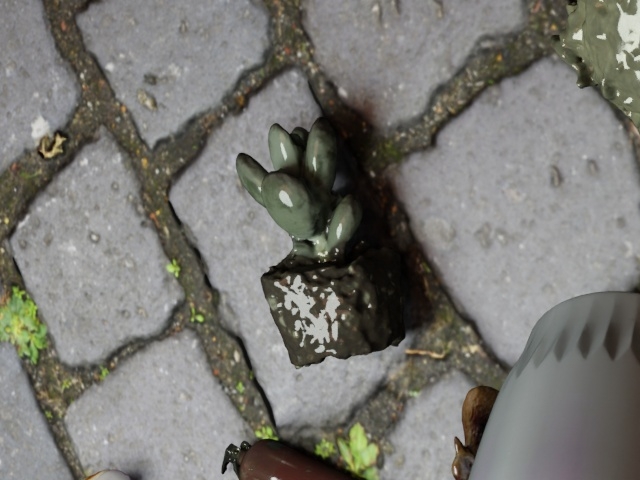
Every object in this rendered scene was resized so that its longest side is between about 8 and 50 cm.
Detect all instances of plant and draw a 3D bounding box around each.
[{"bbox_3d":[0.002,0.001,1.575,0.146,0.149,0.274,-20,84,16],"label":"plant"}]

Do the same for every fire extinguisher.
[{"bbox_3d":[-0.014,0.294,1.644,0.268,0.072,0.089,20,139,30],"label":"fire extinguisher"}]

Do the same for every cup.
[{"bbox_3d":[0.253,0.240,1.265,0.253,0.371,0.253,12,137,11],"label":"cup"}]

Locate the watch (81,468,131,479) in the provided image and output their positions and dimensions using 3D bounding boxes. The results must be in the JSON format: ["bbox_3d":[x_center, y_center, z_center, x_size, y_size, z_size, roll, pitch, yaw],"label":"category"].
[{"bbox_3d":[-0.292,0.427,1.764,0.248,0.211,0.217,-38,81,19],"label":"watch"}]

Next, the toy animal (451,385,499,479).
[{"bbox_3d":[0.196,0.233,1.447,0.089,0.179,0.188,-21,107,34],"label":"toy animal"}]

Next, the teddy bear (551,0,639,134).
[{"bbox_3d":[0.385,-0.252,1.309,0.367,0.224,0.357,-32,77,45],"label":"teddy bear"}]
